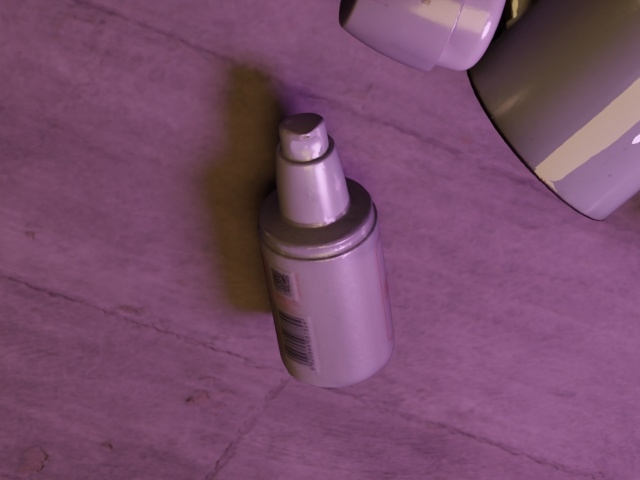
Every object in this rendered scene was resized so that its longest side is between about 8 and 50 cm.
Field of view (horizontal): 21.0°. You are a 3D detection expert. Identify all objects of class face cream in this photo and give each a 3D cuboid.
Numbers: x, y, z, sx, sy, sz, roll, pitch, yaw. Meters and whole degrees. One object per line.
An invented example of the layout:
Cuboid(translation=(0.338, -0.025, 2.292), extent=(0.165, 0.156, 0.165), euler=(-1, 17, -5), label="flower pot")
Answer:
Cuboid(translation=(0.000, 0.000, 1.400), extent=(0.101, 0.101, 0.252), euler=(-9, 130, 0), label="face cream")
Cuboid(translation=(0.075, -0.183, 1.247), extent=(0.104, 0.117, 0.117), euler=(16, 127, -9), label="face cream")

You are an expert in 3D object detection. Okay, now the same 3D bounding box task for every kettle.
Cuboid(translation=(0.228, -0.168, 1.268), extent=(0.236, 0.161, 0.221), euler=(-40, 94, 22), label="kettle")
